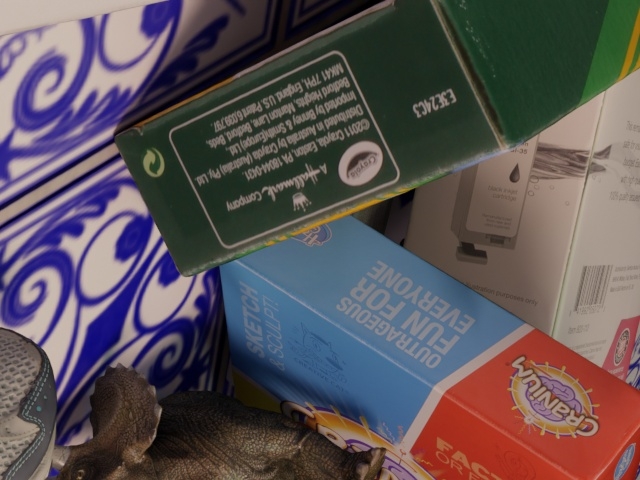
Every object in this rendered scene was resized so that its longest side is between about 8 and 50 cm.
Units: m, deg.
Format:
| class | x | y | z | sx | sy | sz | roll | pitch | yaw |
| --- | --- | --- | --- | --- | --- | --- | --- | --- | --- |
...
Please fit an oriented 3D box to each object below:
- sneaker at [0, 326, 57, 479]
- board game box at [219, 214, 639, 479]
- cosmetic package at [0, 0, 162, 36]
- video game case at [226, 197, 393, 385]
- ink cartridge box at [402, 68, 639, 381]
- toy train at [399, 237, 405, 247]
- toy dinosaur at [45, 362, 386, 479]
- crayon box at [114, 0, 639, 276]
| class | x | y | z | sx | sy | sz | roll | pitch | yaw |
| --- | --- | --- | --- | --- | --- | --- | --- | --- | --- |
| sneaker | -0.188 | 0.067 | 0.642 | 0.283 | 0.110 | 0.122 | -21 | 133 | -57 |
| board game box | 0.059 | 0.132 | 1.023 | 0.064 | 0.242 | 0.316 | -46 | 155 | -27 |
| cosmetic package | -0.095 | -0.180 | 0.467 | 0.385 | 0.156 | 0.217 | -29 | 144 | -53 |
| video game case | 0.000 | 0.000 | 1.075 | 0.143 | 0.019 | 0.157 | -37 | 149 | -43 |
| ink cartridge box | 0.152 | -0.035 | 1.147 | 0.207 | 0.117 | 0.283 | 0 | 103 | -65 |
| toy train | 0.073 | 0.009 | 1.188 | 0.158 | 0.036 | 0.027 | -54 | 162 | -37 |
| toy dinosaur | -0.049 | 0.131 | 0.983 | 0.121 | 0.160 | 0.313 | -62 | 164 | 2 |
| crayon box | 0.077 | -0.097 | 0.886 | 0.203 | 0.083 | 0.323 | -21 | -172 | 40 |
